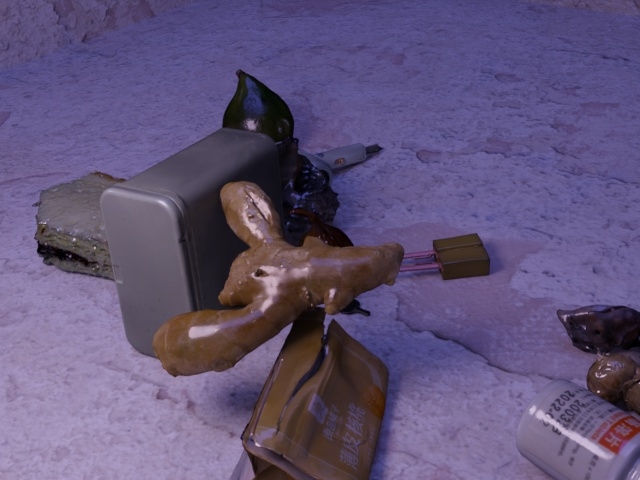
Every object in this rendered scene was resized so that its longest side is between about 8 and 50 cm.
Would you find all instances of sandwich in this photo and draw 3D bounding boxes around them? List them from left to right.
[{"bbox_3d":[-0.506,-0.036,1.936,0.325,0.131,0.262,13,36,22],"label":"sandwich"}]

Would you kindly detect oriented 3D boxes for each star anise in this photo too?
[{"bbox_3d":[0.545,0.172,1.476,0.257,0.111,0.198,16,9,4],"label":"star anise"}]

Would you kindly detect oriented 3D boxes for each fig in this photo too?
[{"bbox_3d":[-0.179,-0.344,2.300,0.195,0.245,0.195,-13,17,4],"label":"fig"},{"bbox_3d":[0.000,0.000,1.750,0.133,0.201,0.146,-18,26,-5],"label":"fig"}]

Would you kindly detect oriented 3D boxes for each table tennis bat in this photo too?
[{"bbox_3d":[0.064,0.135,1.697,0.083,0.007,0.050,18,37,35],"label":"table tennis bat"}]

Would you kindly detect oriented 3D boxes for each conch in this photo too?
[{"bbox_3d":[-0.077,-0.103,1.898,0.186,0.313,0.241,-36,56,9],"label":"conch"}]

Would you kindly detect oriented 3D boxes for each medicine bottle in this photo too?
[{"bbox_3d":[0.419,0.318,1.224,0.144,0.144,0.252,-24,37,-29],"label":"medicine bottle"}]

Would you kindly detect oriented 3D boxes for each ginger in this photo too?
[{"bbox_3d":[-0.072,0.082,1.375,0.348,0.122,0.363,13,57,23],"label":"ginger"},{"bbox_3d":[0.532,0.252,1.369,0.204,0.104,0.080,20,7,29],"label":"ginger"}]

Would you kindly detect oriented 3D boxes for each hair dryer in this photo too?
[{"bbox_3d":[0.041,-0.209,2.196,0.357,0.108,0.173,-20,37,-35],"label":"hair dryer"}]

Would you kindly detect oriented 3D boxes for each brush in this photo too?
[{"bbox_3d":[0.232,0.043,1.791,0.233,0.047,0.103,-8,31,-3],"label":"brush"}]

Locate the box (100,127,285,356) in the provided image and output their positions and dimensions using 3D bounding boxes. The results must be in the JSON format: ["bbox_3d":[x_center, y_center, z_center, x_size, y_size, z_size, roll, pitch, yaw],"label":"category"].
[{"bbox_3d":[-0.222,0.001,1.632,0.177,0.352,0.344,13,33,28],"label":"box"}]

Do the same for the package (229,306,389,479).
[{"bbox_3d":[-0.016,0.260,1.352,0.221,0.165,0.311,4,33,14],"label":"package"}]

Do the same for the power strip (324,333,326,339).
[{"bbox_3d":[-0.004,0.211,1.566,0.055,0.035,0.083,7,46,18],"label":"power strip"}]
